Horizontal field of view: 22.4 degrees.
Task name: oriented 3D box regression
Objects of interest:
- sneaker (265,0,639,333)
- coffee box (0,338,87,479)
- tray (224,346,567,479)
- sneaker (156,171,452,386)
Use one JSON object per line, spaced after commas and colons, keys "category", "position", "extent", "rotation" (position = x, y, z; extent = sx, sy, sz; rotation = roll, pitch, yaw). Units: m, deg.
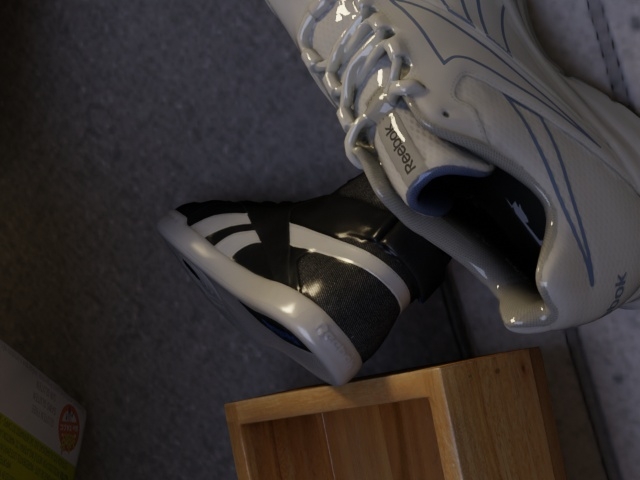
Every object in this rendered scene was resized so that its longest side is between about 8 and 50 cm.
{"category": "sneaker", "position": [0.055, -0.078, 0.784], "extent": [0.297, 0.129, 0.111], "rotation": [46, 126, 15]}
{"category": "coffee box", "position": [-0.377, 0.186, 0.903], "extent": [0.338, 0.338, 0.334], "rotation": [1, 66, 18]}
{"category": "tray", "position": [0.068, 0.272, 0.838], "extent": [0.203, 0.076, 0.411], "rotation": [-17, 84, 55]}
{"category": "sneaker", "position": [0.000, 0.000, 0.884], "extent": [0.079, 0.121, 0.217], "rotation": [55, 167, -29]}
